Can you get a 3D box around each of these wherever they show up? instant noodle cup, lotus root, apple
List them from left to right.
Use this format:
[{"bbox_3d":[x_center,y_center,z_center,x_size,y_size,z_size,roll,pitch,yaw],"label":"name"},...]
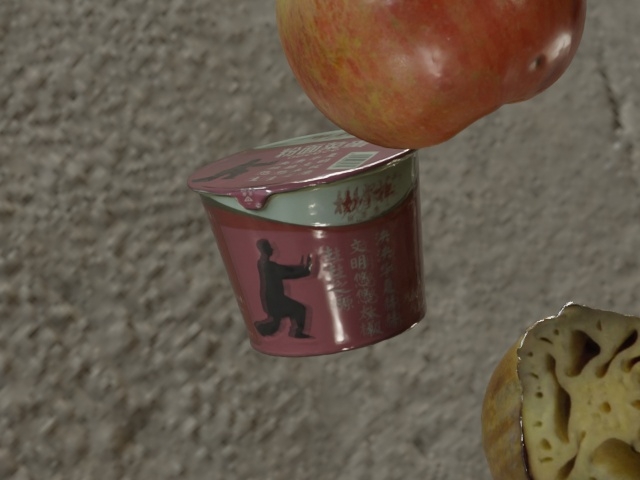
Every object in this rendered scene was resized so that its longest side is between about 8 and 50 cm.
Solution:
[{"bbox_3d":[0.000,0.000,1.605,0.235,0.234,0.178,-33,117,-56],"label":"instant noodle cup"},{"bbox_3d":[0.071,-0.148,1.052,0.164,0.209,0.209,62,33,-6],"label":"apple"},{"bbox_3d":[0.248,0.181,1.542,0.199,0.180,0.188,9,66,-7],"label":"lotus root"}]
